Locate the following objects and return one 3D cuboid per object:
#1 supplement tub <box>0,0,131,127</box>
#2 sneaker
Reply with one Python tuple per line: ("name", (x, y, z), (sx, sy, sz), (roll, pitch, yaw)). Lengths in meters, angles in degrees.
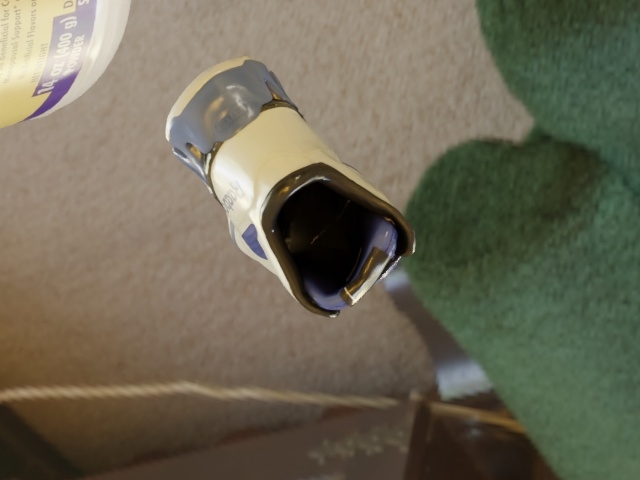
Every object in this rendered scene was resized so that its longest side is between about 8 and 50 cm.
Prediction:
("supplement tub", (-0.289, -0.143, 0.799), (0.241, 0.331, 0.241), (23, 124, 39))
("sneaker", (0.000, -0.001, 1.285), (0.127, 0.182, 0.315), (-39, 148, 2))
